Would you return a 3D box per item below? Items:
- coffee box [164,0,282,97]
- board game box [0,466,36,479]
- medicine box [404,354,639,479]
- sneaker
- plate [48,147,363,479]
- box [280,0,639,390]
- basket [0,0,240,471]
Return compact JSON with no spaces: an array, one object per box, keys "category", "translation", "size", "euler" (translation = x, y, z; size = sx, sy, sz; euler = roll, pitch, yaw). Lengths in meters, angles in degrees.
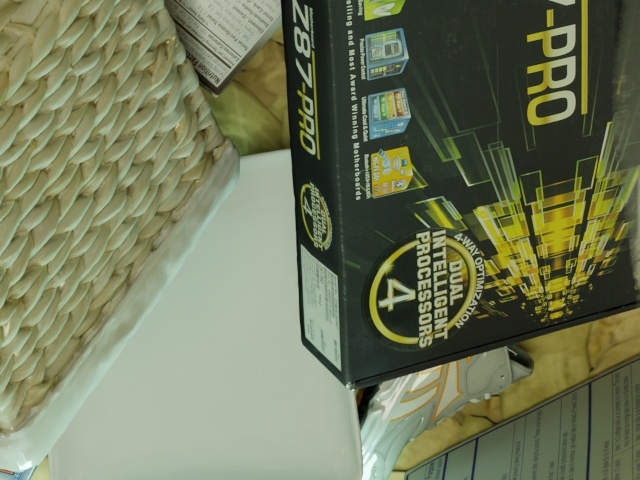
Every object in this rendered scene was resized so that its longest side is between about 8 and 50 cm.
[{"category":"coffee box","translation":[-0.028,-0.244,1.465],"size":[0.098,0.141,0.246],"euler":[40,112,-9]},{"category":"board game box","translation":[-0.314,0.167,1.704],"size":[0.194,0.060,0.194],"euler":[15,111,2]},{"category":"medicine box","translation":[0.207,0.241,1.545],"size":[0.289,0.263,0.149],"euler":[-29,103,17]},{"category":"sneaker","translation":[0.107,0.114,1.606],"size":[0.121,0.099,0.262],"euler":[24,113,-6]},{"category":"plate","translation":[-0.101,0.074,1.591],"size":[0.277,0.045,0.278],"euler":[-7,87,20]},{"category":"box","translation":[0.132,-0.112,1.419],"size":[0.318,0.097,0.395],"euler":[-15,119,-23]},{"category":"basket","translation":[-0.293,-0.055,1.395],"size":[0.328,0.331,0.266],"euler":[9,140,29]}]
